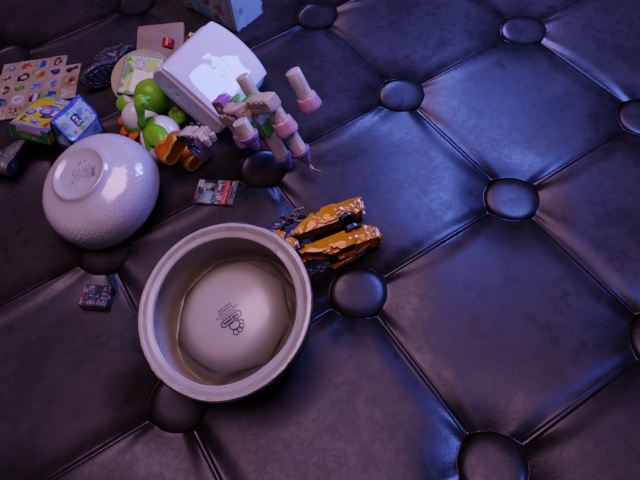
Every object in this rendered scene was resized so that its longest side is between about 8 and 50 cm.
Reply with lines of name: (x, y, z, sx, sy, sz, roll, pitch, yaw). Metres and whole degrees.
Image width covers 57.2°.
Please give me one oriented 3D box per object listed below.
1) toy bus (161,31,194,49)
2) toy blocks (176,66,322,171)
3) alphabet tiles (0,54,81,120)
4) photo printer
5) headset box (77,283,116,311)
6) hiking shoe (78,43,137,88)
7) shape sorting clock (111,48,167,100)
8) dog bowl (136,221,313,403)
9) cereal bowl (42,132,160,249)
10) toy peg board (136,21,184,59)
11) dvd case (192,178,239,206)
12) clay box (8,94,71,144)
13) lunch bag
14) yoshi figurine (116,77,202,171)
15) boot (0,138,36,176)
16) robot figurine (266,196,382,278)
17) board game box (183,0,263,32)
toy bus: (-0.429, -0.568, 1.914, 0.202, 0.104, 0.191, -24, 101, -26)
toy blocks: (-0.166, -0.287, 1.649, 0.288, 0.260, 0.309, 11, 53, 44)
alphabet tiles: (-0.996, -0.523, 2.012, 0.342, 0.011, 0.285, -8, 56, 1)
photo printer: (-0.322, -0.511, 1.803, 0.256, 0.107, 0.307, 42, 56, -14)
headset box: (-0.581, 0.148, 1.519, 0.083, 0.032, 0.062, 2, 57, 8)
hiking shoe: (-0.733, -0.594, 1.999, 0.114, 0.086, 0.227, 26, 57, 36)
shape sorting clock: (-0.588, -0.535, 1.936, 0.206, 0.040, 0.206, 0, 78, -1)
dog bowl: (-0.202, 0.171, 1.352, 0.408, 0.150, 0.408, -4, 68, 11)
cereal bowl: (-0.622, -0.154, 1.610, 0.339, 0.141, 0.339, -7, 66, 15)
toy peg board: (-0.539, -0.652, 2.020, 0.161, 0.079, 0.161, -5, 72, 4)
dvd case: (-0.300, -0.137, 1.685, 0.119, 0.013, 0.087, 4, 58, 7)
clay box: (-0.850, -0.388, 1.843, 0.127, 0.053, 0.222, 13, 42, 4)
lunch bag: (-0.744, -0.349, 1.787, 0.096, 0.151, 0.129, 21, 61, 19)
yoshi figurine: (-0.479, -0.372, 1.763, 0.203, 0.203, 0.362, -31, 56, -30)
boot: (-1.004, -0.277, 1.782, 0.208, 0.076, 0.190, 11, 41, 6)
robot figurine: (0.000, 0.000, 1.522, 0.291, 0.085, 0.211, -20, 57, -8)
board game box: (-0.359, -0.885, 2.099, 0.275, 0.144, 0.142, 32, 65, 23)
